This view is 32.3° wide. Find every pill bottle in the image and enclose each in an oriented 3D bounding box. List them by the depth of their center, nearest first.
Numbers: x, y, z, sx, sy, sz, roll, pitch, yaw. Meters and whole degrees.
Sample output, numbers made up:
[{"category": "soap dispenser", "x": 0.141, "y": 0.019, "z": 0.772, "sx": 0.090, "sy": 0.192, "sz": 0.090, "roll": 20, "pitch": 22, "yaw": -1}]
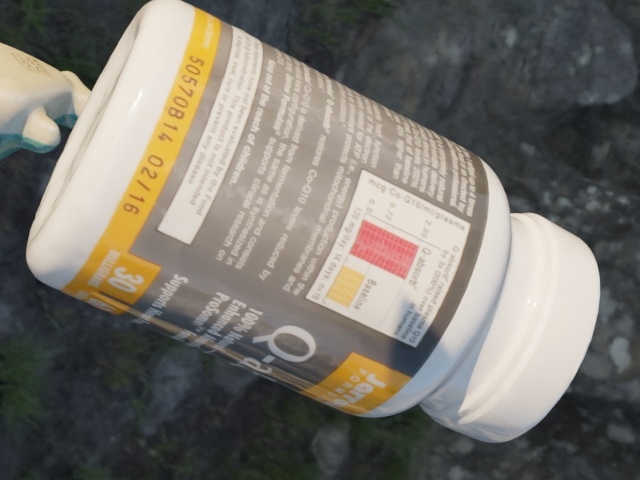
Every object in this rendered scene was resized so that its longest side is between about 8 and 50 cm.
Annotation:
[{"category": "pill bottle", "x": 0.000, "y": 0.000, "z": 0.596, "sx": 0.278, "sy": 0.162, "sz": 0.162, "roll": 26, "pitch": 85, "yaw": -17}]

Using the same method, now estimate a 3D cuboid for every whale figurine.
[{"category": "whale figurine", "x": -0.395, "y": -0.162, "z": 1.360, "sx": 0.272, "sy": 0.216, "sz": 0.141, "roll": -3, "pitch": 131, "yaw": -56}]
